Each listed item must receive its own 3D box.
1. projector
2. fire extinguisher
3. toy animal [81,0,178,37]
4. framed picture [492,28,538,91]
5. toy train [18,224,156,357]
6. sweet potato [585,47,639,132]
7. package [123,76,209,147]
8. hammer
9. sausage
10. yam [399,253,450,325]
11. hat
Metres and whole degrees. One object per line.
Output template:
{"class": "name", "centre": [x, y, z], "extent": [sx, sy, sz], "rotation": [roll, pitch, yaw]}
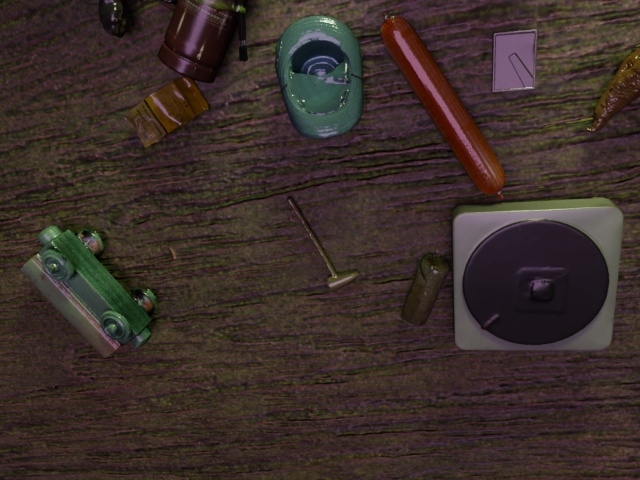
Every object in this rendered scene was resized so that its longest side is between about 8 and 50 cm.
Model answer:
{"class": "projector", "centre": [0.354, 0.060, 0.939], "extent": [0.258, 0.079, 0.257], "rotation": [-2, 110, 10]}
{"class": "fire extinguisher", "centre": [-0.127, -0.405, 0.828], "extent": [0.141, 0.105, 0.341], "rotation": [22, 114, -19]}
{"class": "toy animal", "centre": [-0.387, -0.437, 0.857], "extent": [0.343, 0.106, 0.168], "rotation": [40, 105, -14]}
{"class": "framed picture", "centre": [0.299, -0.276, 0.856], "extent": [0.066, 0.007, 0.089], "rotation": [-3, 111, 10]}
{"class": "toy train", "centre": [-0.455, 0.106, 1.085], "extent": [0.177, 0.116, 0.285], "rotation": [-32, 104, 32]}
{"class": "sweet potato", "centre": [0.466, -0.243, 0.812], "extent": [0.060, 0.068, 0.206], "rotation": [46, 119, 17]}
{"class": "package", "centre": [-0.264, -0.220, 0.949], "extent": [0.131, 0.047, 0.071], "rotation": [-25, 102, 19]}
{"class": "hammer", "centre": [0.000, 0.000, 1.005], "extent": [0.060, 0.028, 0.195], "rotation": [-28, 103, 13]}
{"class": "sausage", "centre": [0.197, -0.207, 0.875], "extent": [0.053, 0.053, 0.348], "rotation": [-32, 103, 19]}
{"class": "yam", "centre": [0.186, 0.091, 0.993], "extent": [0.054, 0.054, 0.133], "rotation": [18, 115, 2]}
{"class": "hat", "centre": [0.000, -0.251, 0.882], "extent": [0.138, 0.078, 0.191], "rotation": [-7, 91, 3]}
